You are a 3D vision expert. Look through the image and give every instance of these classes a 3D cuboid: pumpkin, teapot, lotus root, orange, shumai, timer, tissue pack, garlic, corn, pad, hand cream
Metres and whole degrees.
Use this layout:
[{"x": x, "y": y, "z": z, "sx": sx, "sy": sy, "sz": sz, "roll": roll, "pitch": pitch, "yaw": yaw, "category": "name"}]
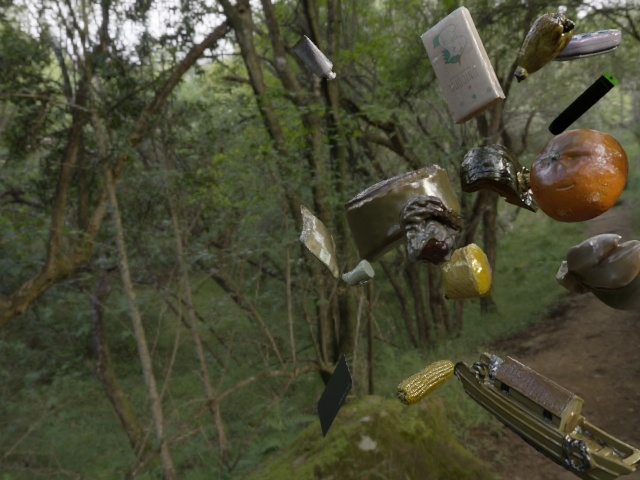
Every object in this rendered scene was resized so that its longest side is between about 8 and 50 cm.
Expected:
[{"x": 0.536, "y": -0.187, "z": 1.565, "sx": 0.247, "sy": 0.131, "sz": 0.126, "roll": 13, "pitch": -32, "yaw": 2, "category": "pumpkin"}, {"x": 0.109, "y": 0.102, "z": 1.558, "sx": 0.083, "sy": 0.067, "sz": 0.057, "roll": -31, "pitch": 13, "yaw": 23, "category": "teapot"}, {"x": 0.580, "y": -0.510, "z": 1.432, "sx": 0.108, "sy": 0.191, "sz": 0.094, "roll": 25, "pitch": 33, "yaw": -20, "category": "lotus root"}, {"x": 0.595, "y": -0.153, "z": 1.258, "sx": 0.170, "sy": 0.224, "sz": 0.224, "roll": 28, "pitch": -10, "yaw": -21, "category": "orange"}, {"x": 0.294, "y": -0.005, "z": 1.529, "sx": 0.183, "sy": 0.185, "sz": 0.218, "roll": 24, "pitch": -19, "yaw": 9, "category": "shumai"}, {"x": 0.778, "y": -0.586, "z": 1.631, "sx": 0.208, "sy": 0.069, "sz": 0.191, "roll": -15, "pitch": 20, "yaw": -4, "category": "timer"}, {"x": 0.449, "y": -0.553, "z": 1.718, "sx": 0.071, "sy": 0.326, "sz": 0.170, "roll": -7, "pitch": -16, "yaw": -46, "category": "tissue pack"}, {"x": 0.935, "y": 0.112, "z": 1.737, "sx": 0.279, "sy": 0.132, "sz": 0.325, "roll": 39, "pitch": -21, "yaw": -5, "category": "garlic"}, {"x": 0.335, "y": 0.449, "z": 1.719, "sx": 0.231, "sy": 0.080, "sz": 0.080, "roll": -20, "pitch": 12, "yaw": -34, "category": "corn"}, {"x": 0.030, "y": 0.343, "z": 1.202, "sx": 0.003, "sy": 0.157, "sz": 0.112, "roll": 19, "pitch": 19, "yaw": -17, "category": "pad"}, {"x": -0.013, "y": -0.508, "z": 1.521, "sx": 0.142, "sy": 0.053, "sz": 0.084, "roll": 44, "pitch": -25, "yaw": -17, "category": "hand cream"}]

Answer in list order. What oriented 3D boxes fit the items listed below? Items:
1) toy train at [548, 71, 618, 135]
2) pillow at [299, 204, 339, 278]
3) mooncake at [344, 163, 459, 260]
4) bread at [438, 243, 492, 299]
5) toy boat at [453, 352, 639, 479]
[{"x": 0.711, "y": -0.368, "z": 1.474, "sx": 0.042, "sy": 0.044, "sz": 0.209, "roll": -35, "pitch": -10, "yaw": -36, "category": "toy train"}, {"x": -0.001, "y": 0.000, "z": 1.202, "sx": 0.033, "sy": 0.130, "sz": 0.217, "roll": -37, "pitch": 24, "yaw": 14, "category": "pillow"}, {"x": 0.294, "y": -0.106, "z": 1.940, "sx": 0.394, "sy": 0.246, "sz": 0.393, "roll": -19, "pitch": -9, "yaw": -37, "category": "mooncake"}, {"x": 0.502, "y": 0.113, "z": 1.865, "sx": 0.170, "sy": 0.197, "sz": 0.197, "roll": -15, "pitch": -3, "yaw": 22, "category": "bread"}, {"x": 0.514, "y": 0.384, "z": 1.239, "sx": 0.135, "sy": 0.162, "sz": 0.445, "roll": -10, "pitch": 26, "yaw": -32, "category": "toy boat"}]
